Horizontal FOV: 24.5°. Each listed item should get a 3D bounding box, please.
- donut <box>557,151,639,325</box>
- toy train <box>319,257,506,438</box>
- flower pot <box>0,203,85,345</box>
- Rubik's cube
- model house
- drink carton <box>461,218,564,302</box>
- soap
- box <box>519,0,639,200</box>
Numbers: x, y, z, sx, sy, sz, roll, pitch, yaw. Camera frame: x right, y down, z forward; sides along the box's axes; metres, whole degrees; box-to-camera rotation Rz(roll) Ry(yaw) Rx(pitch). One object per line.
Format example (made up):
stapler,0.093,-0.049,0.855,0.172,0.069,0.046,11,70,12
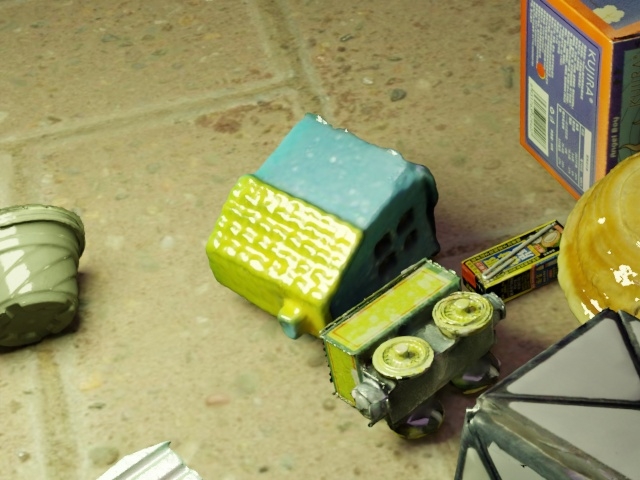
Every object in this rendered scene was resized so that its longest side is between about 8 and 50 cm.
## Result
donut,0.547,0.028,2.009,0.449,0.198,0.449,-3,46,3
toy train,0.128,0.149,1.986,0.261,0.134,0.177,-34,40,-28
flower pot,-0.434,0.062,2.119,0.235,0.235,0.140,-17,63,-12
Rubik's cube,0.339,0.304,1.618,0.310,0.307,0.305,27,36,32
model house,0.000,0.000,2.113,0.237,0.215,0.303,26,55,31
drink carton,0.293,0.034,2.144,0.166,0.056,0.071,-23,41,-17
soap,-0.241,0.367,1.821,0.230,0.091,0.145,-32,50,-26
box,0.497,-0.263,2.226,0.318,0.348,0.257,-20,43,-16
